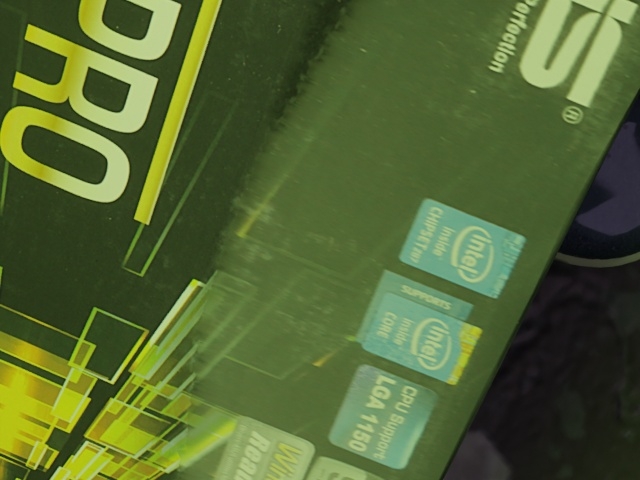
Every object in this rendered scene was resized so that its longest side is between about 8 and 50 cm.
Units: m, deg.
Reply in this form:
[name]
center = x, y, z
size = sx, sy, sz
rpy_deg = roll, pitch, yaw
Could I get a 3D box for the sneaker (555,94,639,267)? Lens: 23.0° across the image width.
[sneaker]
center = 0.047, -0.132, 0.624
size = 0.131, 0.148, 0.350
rpy_deg = -40, 98, -8

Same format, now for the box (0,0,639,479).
[box]
center = -0.077, -0.056, 0.495
size = 0.318, 0.097, 0.395
rpy_deg = 23, 123, 0
